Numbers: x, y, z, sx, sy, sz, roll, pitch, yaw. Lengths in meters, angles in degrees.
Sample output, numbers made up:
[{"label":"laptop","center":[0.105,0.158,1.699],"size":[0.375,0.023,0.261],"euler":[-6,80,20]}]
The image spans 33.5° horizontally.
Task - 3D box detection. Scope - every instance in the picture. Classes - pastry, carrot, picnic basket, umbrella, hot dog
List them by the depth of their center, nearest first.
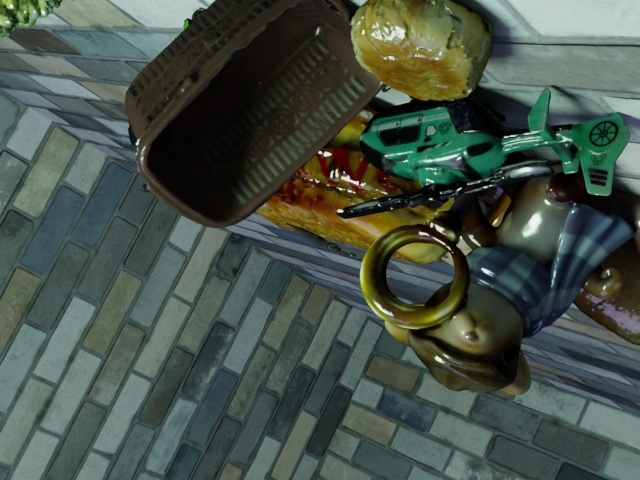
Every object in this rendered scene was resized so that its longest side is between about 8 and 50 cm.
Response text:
[{"label":"pastry","center":[0.102,-0.200,1.086],"size":[0.153,0.081,0.153],"euler":[24,171,4]},{"label":"picnic basket","center":[-0.088,-0.171,1.187],"size":[0.129,0.297,0.222],"euler":[50,-174,36]},{"label":"carrot","center":[0.376,0.029,1.493],"size":[0.302,0.138,0.139],"euler":[36,171,1]},{"label":"hot dog","center":[0.023,-0.104,1.538],"size":[0.223,0.185,0.405],"euler":[32,169,-39]},{"label":"umbrella","center":[-0.001,0.001,1.571],"size":[0.122,0.013,0.022],"euler":[25,161,-19]}]

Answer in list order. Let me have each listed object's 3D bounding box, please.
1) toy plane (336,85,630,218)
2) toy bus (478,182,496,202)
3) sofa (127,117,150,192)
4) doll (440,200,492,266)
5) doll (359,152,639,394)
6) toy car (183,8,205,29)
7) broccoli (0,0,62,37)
[{"label":"toy plane","center":[0.174,-0.108,1.224],"size":[0.382,0.155,0.106],"euler":[-3,153,37]},{"label":"toy bus","center":[0.212,-0.084,1.611],"size":[0.110,0.031,0.043],"euler":[18,174,40]},{"label":"sofa","center":[-0.200,-0.183,1.794],"size":[0.200,0.182,0.258],"euler":[-14,-172,-23]},{"label":"doll","center":[0.190,-0.037,1.728],"size":[0.278,0.119,0.154],"euler":[32,175,38]},{"label":"doll","center":[0.237,0.032,1.322],"size":[0.318,0.339,0.209],"euler":[36,178,-1]},{"label":"toy car","center":[-0.114,-0.255,1.448],"size":[0.165,0.062,0.071],"euler":[24,171,14]},{"label":"broccoli","center":[-0.415,-0.364,1.284],"size":[0.245,0.288,0.248],"euler":[57,-170,-44]}]
